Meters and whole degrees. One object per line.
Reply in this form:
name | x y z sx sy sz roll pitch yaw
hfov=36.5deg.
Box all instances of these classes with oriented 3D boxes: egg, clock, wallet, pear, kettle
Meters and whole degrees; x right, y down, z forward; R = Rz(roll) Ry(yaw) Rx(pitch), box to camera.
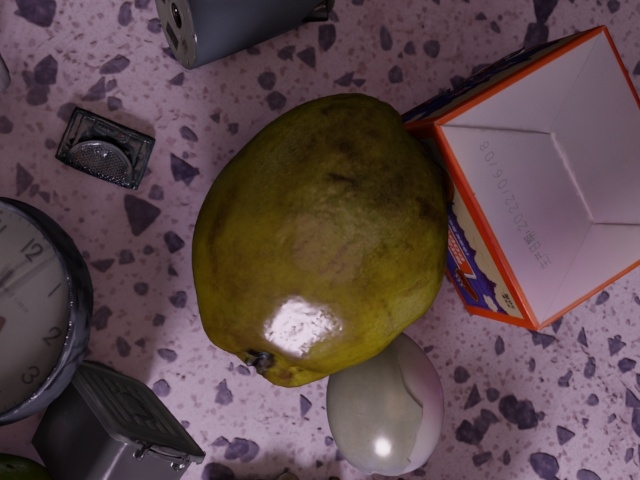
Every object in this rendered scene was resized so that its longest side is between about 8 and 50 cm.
egg | 0.098 0.237 1.482 0.183 0.183 0.217 -8 103 -16
clock | -0.473 0.096 1.319 0.325 0.067 0.324 -1 85 7
wallet | -0.317 -0.135 1.436 0.129 0.026 0.088 22 85 -15
pear | 0.000 0.000 1.377 0.352 0.352 0.413 32 88 -14
kettle | -0.119 -0.383 1.442 0.243 0.160 0.210 -22 69 -21

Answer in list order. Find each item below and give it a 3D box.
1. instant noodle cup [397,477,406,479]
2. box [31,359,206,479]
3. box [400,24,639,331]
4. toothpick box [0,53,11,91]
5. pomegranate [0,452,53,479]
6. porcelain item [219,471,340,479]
instant noodle cup | 0.138 0.531 1.489 0.243 0.243 0.231 42 88 -13
box | -0.291 0.282 1.347 0.163 0.243 0.135 29 93 -42
box | 0.324 -0.096 1.503 0.319 0.257 0.348 -32 101 -12
toothpick box | -0.594 -0.244 1.256 0.316 0.229 0.229 -26 98 -13
pomegranate | -0.418 0.418 1.293 0.341 0.260 0.260 7 90 19
porcelain item | -0.067 0.405 1.510 0.213 0.054 0.084 -4 94 -17
